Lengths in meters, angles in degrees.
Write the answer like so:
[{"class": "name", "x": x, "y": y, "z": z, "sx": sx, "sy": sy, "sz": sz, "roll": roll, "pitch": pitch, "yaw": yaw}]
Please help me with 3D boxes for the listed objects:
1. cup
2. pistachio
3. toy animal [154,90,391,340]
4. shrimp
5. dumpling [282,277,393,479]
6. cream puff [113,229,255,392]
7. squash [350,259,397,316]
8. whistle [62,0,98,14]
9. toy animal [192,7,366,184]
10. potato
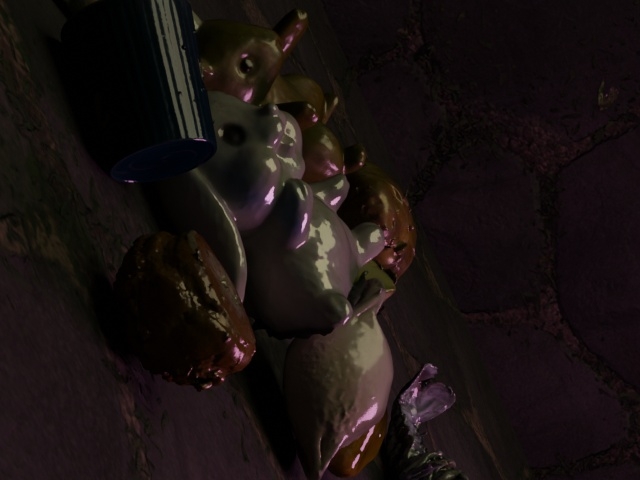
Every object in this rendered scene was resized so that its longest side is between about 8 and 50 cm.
[{"class": "cup", "x": -0.175, "y": -0.139, "z": 1.521, "sx": 0.176, "sy": 0.131, "sz": 0.155, "roll": 115, "pitch": -40, "yaw": -69}, {"class": "pistachio", "x": 0.034, "y": 0.202, "z": 1.829, "sx": 0.110, "sy": 0.100, "sz": 0.189, "roll": 54, "pitch": 14, "yaw": -36}, {"class": "toy animal", "x": -0.063, "y": -0.026, "z": 1.668, "sx": 0.289, "sy": 0.174, "sz": 0.249, "roll": 68, "pitch": 22, "yaw": 3}, {"class": "shrimp", "x": 0.168, "y": 0.338, "z": 2.100, "sx": 0.221, "sy": 0.166, "sz": 0.410, "roll": 56, "pitch": 2, "yaw": -36}, {"class": "dumpling", "x": 0.008, "y": 0.156, "z": 1.700, "sx": 0.166, "sy": 0.126, "sz": 0.215, "roll": 164, "pitch": -80, "yaw": -68}, {"class": "cream puff", "x": -0.123, "y": 0.061, "z": 1.328, "sx": 0.126, "sy": 0.103, "sz": 0.144, "roll": -89, "pitch": 154, "yaw": -79}, {"class": "squash", "x": 0.000, "y": 0.000, "z": 2.095, "sx": 0.093, "sy": 0.169, "sz": 0.252, "roll": -3, "pitch": 61, "yaw": -31}, {"class": "whistle", "x": -0.201, "y": -0.206, "z": 1.664, "sx": 0.326, "sy": 0.057, "sz": 0.068, "roll": 52, "pitch": 42, "yaw": -48}, {"class": "toy animal", "x": -0.088, "y": -0.194, "z": 1.879, "sx": 0.363, "sy": 0.180, "sz": 0.181, "roll": 54, "pitch": 17, "yaw": -46}, {"class": "potato", "x": 0.064, "y": -0.024, "z": 2.244, "sx": 0.296, "sy": 0.141, "sz": 0.191, "roll": 142, "pitch": -77, "yaw": -82}]
